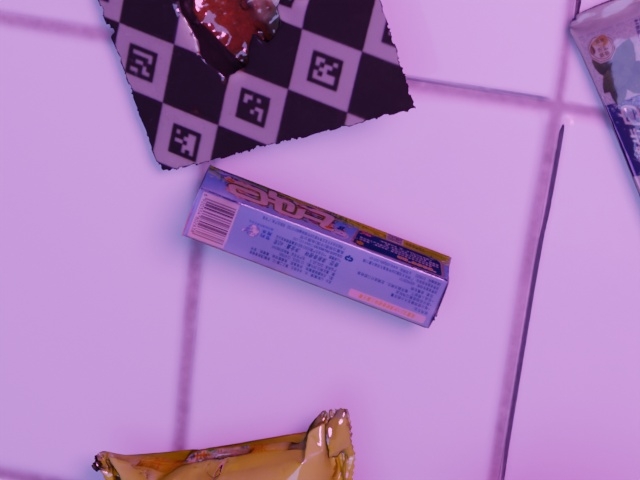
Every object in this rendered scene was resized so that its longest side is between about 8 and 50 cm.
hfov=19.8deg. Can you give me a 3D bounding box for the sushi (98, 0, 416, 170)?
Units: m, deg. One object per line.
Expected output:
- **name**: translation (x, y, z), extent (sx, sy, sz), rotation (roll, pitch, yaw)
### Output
- **sushi**: translation (-0.054, -0.184, 1.309), extent (0.219, 0.047, 0.231), rotation (-12, 103, 30)

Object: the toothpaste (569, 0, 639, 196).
- **toothpaste**: translation (0.239, -0.060, 1.293), extent (0.060, 0.038, 0.233), rotation (-19, 98, 14)

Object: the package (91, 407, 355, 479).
- **package**: translation (-0.058, 0.219, 1.402), extent (0.226, 0.090, 0.168), rotation (-10, 106, 17)

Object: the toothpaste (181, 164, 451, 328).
- **toothpaste**: translation (0.000, 0.000, 1.346), extent (0.193, 0.070, 0.044), rotation (21, 114, -4)
